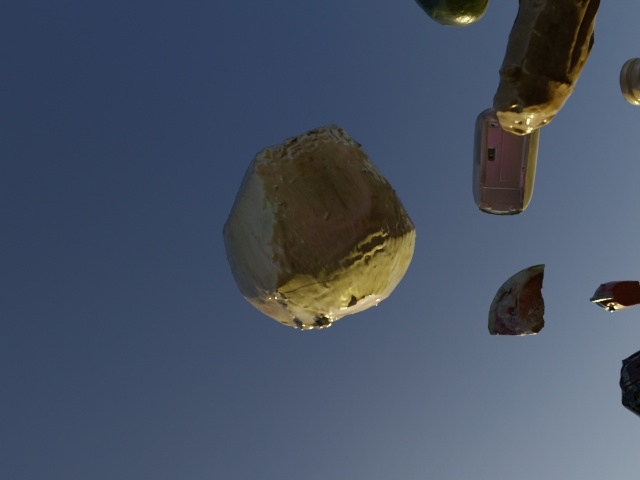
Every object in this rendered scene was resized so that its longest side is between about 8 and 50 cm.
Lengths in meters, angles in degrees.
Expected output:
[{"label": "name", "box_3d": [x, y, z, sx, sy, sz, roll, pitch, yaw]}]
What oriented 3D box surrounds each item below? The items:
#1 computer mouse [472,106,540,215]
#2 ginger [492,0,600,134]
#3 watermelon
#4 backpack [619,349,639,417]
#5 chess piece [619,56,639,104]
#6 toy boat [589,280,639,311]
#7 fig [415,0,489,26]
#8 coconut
[{"label": "computer mouse", "box_3d": [0.371, -0.159, 1.110, 0.056, 0.126, 0.245, -65, -28, -49]}, {"label": "ginger", "box_3d": [0.368, -0.341, 0.866, 0.190, 0.126, 0.353, -10, -59, -31]}, {"label": "watermelon", "box_3d": [0.410, 0.137, 1.140, 0.071, 0.139, 0.187, 17, -67, -19]}, {"label": "backpack", "box_3d": [0.568, 0.216, 0.898, 0.106, 0.165, 0.120, 37, -146, 10]}, {"label": "chess piece", "box_3d": [0.669, -0.316, 1.035, 0.094, 0.170, 0.094, -1, -88, -27]}, {"label": "toy boat", "box_3d": [0.692, 0.128, 1.284, 0.173, 0.059, 0.069, -3, -103, -33]}, {"label": "fig", "box_3d": [0.313, -0.649, 1.407, 0.195, 0.245, 0.195, 14, -90, -73]}, {"label": "coconut", "box_3d": [0.000, 0.000, 0.853, 0.297, 0.297, 0.254, -18, -115, -38]}]
